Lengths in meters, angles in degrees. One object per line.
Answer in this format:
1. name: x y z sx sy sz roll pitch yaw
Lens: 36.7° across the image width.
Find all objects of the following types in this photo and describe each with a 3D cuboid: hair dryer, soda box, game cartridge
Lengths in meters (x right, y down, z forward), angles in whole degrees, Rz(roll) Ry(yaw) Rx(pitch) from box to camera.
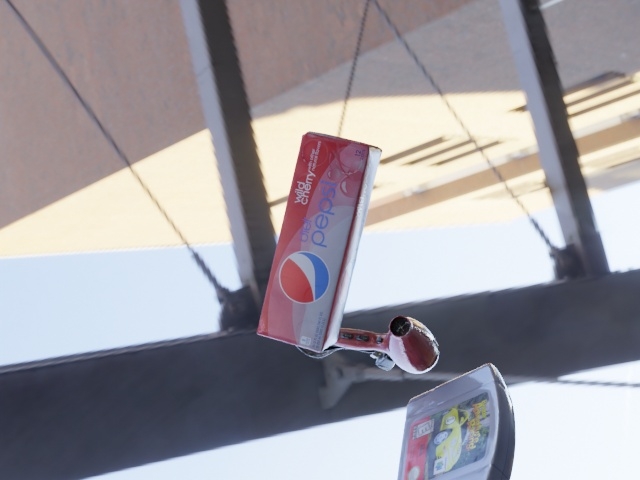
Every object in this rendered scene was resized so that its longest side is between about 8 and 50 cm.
1. hair dryer: 0.093 0.186 1.662 0.224 0.293 0.080 10 -112 -23
2. soda box: 0.000 0.000 1.214 0.083 0.092 0.263 -13 -63 -74
3. game cartridge: 0.213 0.326 1.516 0.060 0.196 0.294 50 -150 -24
